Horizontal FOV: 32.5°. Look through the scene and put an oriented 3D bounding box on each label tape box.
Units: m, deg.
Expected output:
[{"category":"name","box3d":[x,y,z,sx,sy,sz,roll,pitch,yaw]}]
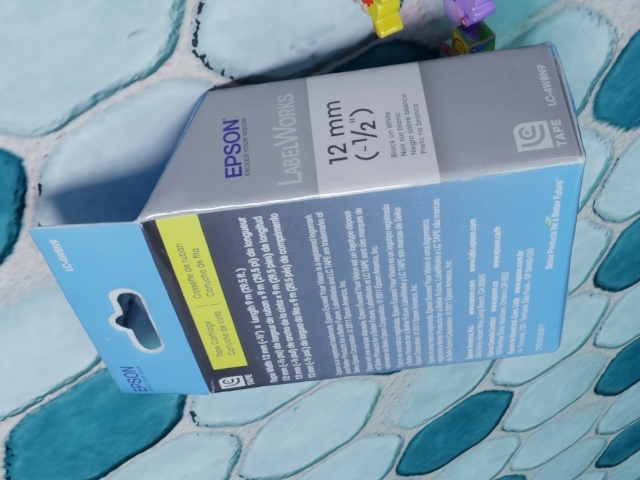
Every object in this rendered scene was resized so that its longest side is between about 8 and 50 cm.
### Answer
[{"category":"label tape box","box3d":[0.000,0.000,0.794,0.348,0.115,0.249,-6,146,3]}]

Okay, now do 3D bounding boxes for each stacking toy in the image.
[{"category":"stacking toy","box3d":[0.101,-0.147,0.791,0.167,0.052,0.221,-25,148,-14]}]
